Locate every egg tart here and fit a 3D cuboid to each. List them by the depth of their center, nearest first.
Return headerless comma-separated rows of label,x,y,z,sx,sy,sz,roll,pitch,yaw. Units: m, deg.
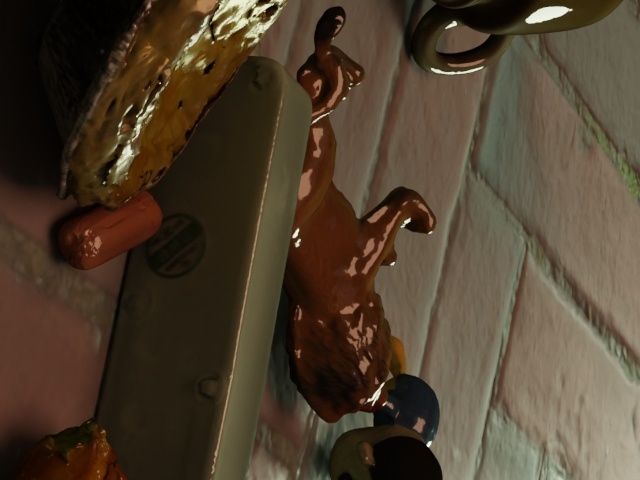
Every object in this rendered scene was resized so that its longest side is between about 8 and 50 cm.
egg tart,-0.092,-0.125,1.060,0.234,0.094,0.234,-53,178,-3

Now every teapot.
teapot,0.135,-0.245,1.474,0.175,0.185,0.267,-5,130,-30

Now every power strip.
power strip,-0.077,0.051,1.167,0.062,0.091,0.385,36,61,-60

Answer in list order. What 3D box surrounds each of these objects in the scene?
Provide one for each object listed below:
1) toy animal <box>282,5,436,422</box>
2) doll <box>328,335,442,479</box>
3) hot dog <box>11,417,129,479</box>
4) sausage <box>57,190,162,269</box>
toy animal,0.000,0.000,1.310,0.157,0.097,0.312,-59,140,-32
doll,0.050,0.159,1.433,0.179,0.089,0.102,-90,164,-53
hot dog,-0.171,0.220,1.023,0.269,0.072,0.115,-65,144,-38
sausage,-0.127,-0.007,1.126,0.083,0.034,0.034,-34,121,-56
